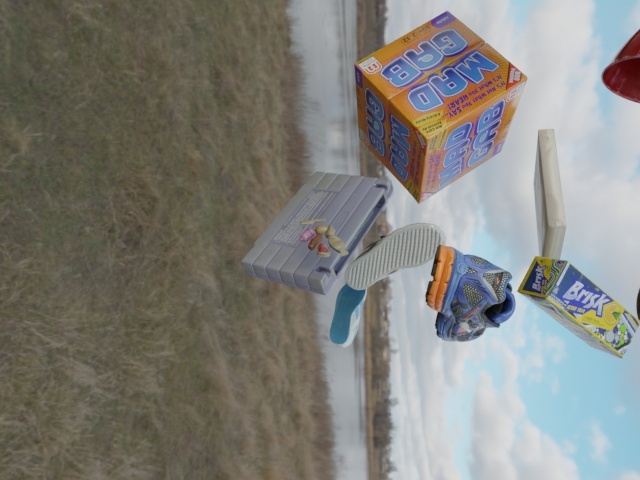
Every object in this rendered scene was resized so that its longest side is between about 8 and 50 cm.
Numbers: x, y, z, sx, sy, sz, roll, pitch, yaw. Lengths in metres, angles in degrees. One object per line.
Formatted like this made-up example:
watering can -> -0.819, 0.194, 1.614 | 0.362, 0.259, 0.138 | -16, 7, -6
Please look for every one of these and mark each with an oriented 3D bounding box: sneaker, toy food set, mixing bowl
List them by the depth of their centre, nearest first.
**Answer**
sneaker -> 0.183, 0.079, 0.588 | 0.221, 0.087, 0.083 | 45, 61, -60
mixing bowl -> 0.548, -0.284, 0.767 | 0.181, 0.181, 0.098 | 0, 111, -86
toy food set -> 0.000, 0.000, 0.980 | 0.122, 0.078, 0.019 | -115, -157, -50
sneaker -> 0.221, 0.033, 1.475 | 0.126, 0.321, 0.127 | 62, 23, -4
sneaker -> 0.092, 0.235, 1.620 | 0.228, 0.087, 0.092 | -68, 158, -17

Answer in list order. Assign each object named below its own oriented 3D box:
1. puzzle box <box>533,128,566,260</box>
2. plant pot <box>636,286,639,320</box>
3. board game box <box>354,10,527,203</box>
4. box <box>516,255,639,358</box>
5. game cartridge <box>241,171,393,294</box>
puzzle box -> 0.741, -0.128, 1.624 | 0.272, 0.052, 0.409 | 64, 31, -51
plant pot -> 0.751, 0.127, 0.912 | 0.230, 0.215, 0.215 | 49, 39, -80
board game box -> 0.358, -0.415, 1.590 | 0.356, 0.356, 0.356 | 53, -10, 25
box -> 0.345, 0.088, 0.662 | 0.059, 0.169, 0.054 | -59, -159, -7
game cartridge -> -0.002, -0.033, 1.169 | 0.355, 0.230, 0.068 | -53, 136, -35
